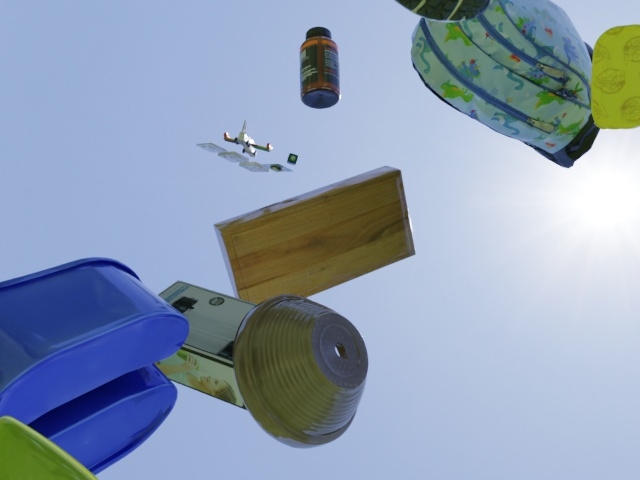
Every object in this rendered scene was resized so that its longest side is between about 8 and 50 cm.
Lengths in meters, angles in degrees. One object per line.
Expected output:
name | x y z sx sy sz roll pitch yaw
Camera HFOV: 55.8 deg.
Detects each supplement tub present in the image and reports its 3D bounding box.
supplement tub | -0.002 -0.446 1.550 0.106 0.106 0.198 -12 -112 30

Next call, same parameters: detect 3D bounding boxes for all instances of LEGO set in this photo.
LEGO set | -0.159 -0.215 1.438 0.244 0.182 0.060 7 -102 51

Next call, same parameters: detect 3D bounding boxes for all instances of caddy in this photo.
caddy | -0.323 0.157 0.722 0.179 0.341 0.242 28 -63 26

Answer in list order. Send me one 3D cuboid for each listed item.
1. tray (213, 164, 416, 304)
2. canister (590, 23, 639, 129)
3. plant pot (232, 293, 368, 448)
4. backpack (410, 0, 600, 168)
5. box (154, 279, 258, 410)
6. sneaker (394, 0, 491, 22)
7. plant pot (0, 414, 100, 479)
tray | 0.000 0.000 1.292 0.076 0.410 0.203 30 -43 62
canister | 0.412 -0.216 0.810 0.073 0.170 0.126 3 -77 30
plant pot | -0.007 0.181 0.914 0.109 0.237 0.238 -33 -104 39
backpack | 0.331 -0.323 1.080 0.273 0.355 0.290 116 -19 -54
box | -0.175 0.174 1.037 0.289 0.169 0.087 15 -61 24
sneaker | 0.099 -0.369 0.783 0.282 0.122 0.110 32 -68 12
plant pot | -0.197 0.268 0.392 0.207 0.228 0.227 37 -31 -13
